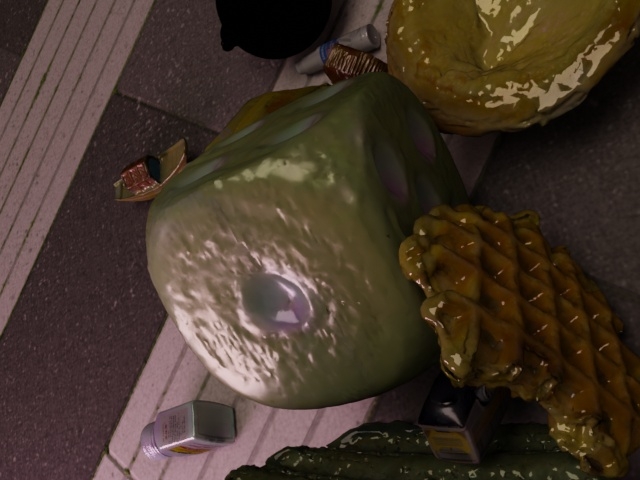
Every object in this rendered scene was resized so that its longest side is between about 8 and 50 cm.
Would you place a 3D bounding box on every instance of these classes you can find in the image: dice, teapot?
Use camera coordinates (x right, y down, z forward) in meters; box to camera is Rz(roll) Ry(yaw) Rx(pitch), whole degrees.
[{"bbox_3d":[0.000,0.000,0.786,0.252,0.250,0.254,-18,108,29],"label":"dice"},{"bbox_3d":[-0.056,-0.339,1.112,0.232,0.159,0.159,-33,55,11],"label":"teapot"}]

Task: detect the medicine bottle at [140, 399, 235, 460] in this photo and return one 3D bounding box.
[{"bbox_3d":[-0.177,0.248,1.027,0.118,0.074,0.055,-24,61,32],"label":"medicine bottle"}]

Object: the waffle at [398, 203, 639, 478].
[{"bbox_3d":[0.183,0.074,0.666,0.051,0.291,0.291,-45,50,32],"label":"waffle"}]

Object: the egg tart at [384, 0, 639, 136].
[{"bbox_3d":[0.217,-0.242,0.850,0.315,0.120,0.315,-13,67,34],"label":"egg tart"}]

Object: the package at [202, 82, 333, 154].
[{"bbox_3d":[-0.069,-0.129,1.039,0.168,0.090,0.226,-3,41,38],"label":"package"}]

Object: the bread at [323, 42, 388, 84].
[{"bbox_3d":[0.045,-0.212,1.009,0.085,0.085,0.053,29,98,42],"label":"bread"}]

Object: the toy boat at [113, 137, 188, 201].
[{"bbox_3d":[-0.261,-0.106,1.236,0.172,0.066,0.065,-24,57,31],"label":"toy boat"}]

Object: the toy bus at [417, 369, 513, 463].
[{"bbox_3d":[0.152,0.131,0.747,0.057,0.072,0.172,-5,28,38],"label":"toy bus"}]

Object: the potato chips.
[{"bbox_3d":[0.038,0.250,0.694,0.429,0.358,0.070,-5,103,34],"label":"potato chips"}]

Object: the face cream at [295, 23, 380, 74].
[{"bbox_3d":[0.019,-0.255,1.077,0.130,0.034,0.034,-15,65,36],"label":"face cream"}]
